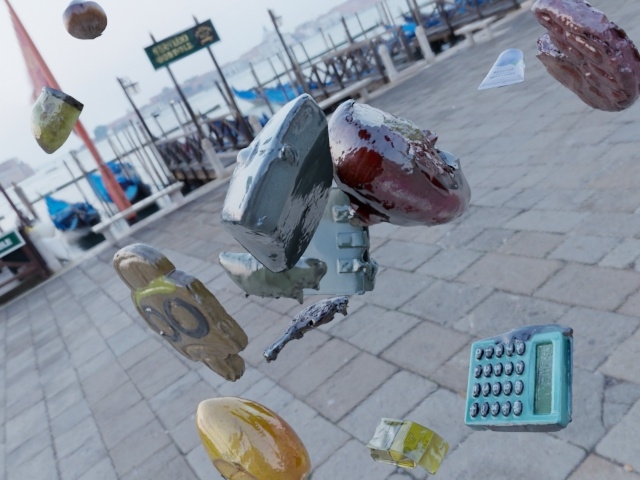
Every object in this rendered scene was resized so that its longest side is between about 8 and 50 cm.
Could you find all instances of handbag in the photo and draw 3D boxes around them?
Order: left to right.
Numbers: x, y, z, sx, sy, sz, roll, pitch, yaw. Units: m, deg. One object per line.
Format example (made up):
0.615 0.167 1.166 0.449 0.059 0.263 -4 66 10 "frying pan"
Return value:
0.000 0.000 1.340 0.260 0.247 0.079 -3 3 30 "handbag"

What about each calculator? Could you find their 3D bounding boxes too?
0.467 0.330 1.401 0.274 0.058 0.248 -17 46 43 "calculator"

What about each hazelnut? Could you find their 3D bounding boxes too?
-0.477 -0.446 1.182 0.086 0.086 0.086 -24 18 8 "hazelnut"

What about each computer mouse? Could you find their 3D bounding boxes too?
-0.063 -0.068 0.797 0.371 0.122 0.188 93 -160 -77 "computer mouse"

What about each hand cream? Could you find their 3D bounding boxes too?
0.361 -0.330 1.123 0.084 0.053 0.142 -3 33 35 "hand cream"

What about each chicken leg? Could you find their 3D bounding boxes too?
-0.038 0.214 1.446 0.253 0.051 0.106 -35 16 -5 "chicken leg"

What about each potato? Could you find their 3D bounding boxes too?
-0.490 -0.214 1.052 0.096 0.066 0.103 7 74 42 "potato"

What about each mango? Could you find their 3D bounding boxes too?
-0.133 0.388 1.110 0.126 0.252 0.154 -38 -21 -55 "mango"

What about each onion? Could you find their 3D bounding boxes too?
0.113 -0.105 0.977 0.195 0.272 0.272 -52 9 22 "onion"

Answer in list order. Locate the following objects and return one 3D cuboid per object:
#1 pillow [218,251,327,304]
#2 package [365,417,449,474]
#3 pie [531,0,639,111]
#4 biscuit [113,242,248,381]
-0.087 0.067 1.043 0.241 0.093 0.051 2 16 32 "pillow"
0.148 0.352 1.005 0.131 0.047 0.071 -5 30 46 "package"
0.398 -0.280 0.879 0.054 0.204 0.218 -43 -12 8 "pie"
-0.225 0.127 0.938 0.208 0.290 0.041 -20 23 48 "biscuit"
